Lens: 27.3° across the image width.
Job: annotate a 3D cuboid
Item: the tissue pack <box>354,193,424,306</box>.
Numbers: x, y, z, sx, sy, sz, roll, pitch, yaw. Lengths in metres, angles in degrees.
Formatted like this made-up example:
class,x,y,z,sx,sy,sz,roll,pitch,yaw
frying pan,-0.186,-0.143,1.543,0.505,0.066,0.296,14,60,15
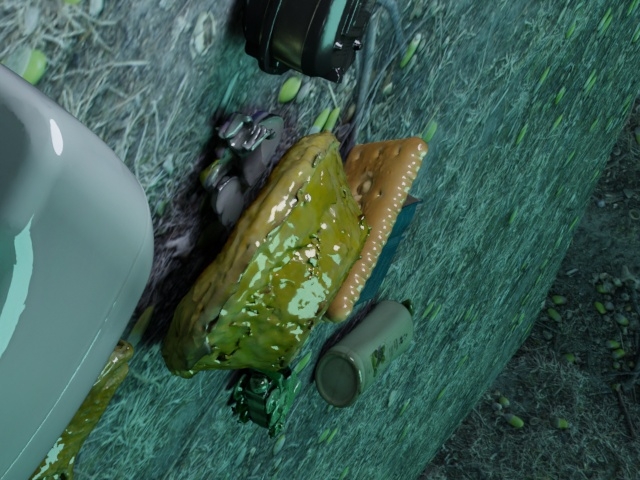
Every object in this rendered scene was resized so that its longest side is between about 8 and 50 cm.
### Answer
class,x,y,z,sx,sy,sz,roll,pitch,yaw
tissue pack,0.056,0.003,1.797,0.120,0.082,0.169,-20,139,-63

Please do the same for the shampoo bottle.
class,x,y,z,sx,sy,sz,roll,pitch,yaw
shampoo bottle,0.088,0.173,2.186,0.234,0.087,0.118,-39,152,-47

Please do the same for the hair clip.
class,x,y,z,sx,sy,sz,roll,pitch,yaw
hair clip,-0.074,-0.082,1.343,0.116,0.049,0.172,-48,169,-12

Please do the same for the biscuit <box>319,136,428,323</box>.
class,x,y,z,sx,sy,sz,roll,pitch,yaw
biscuit,0.034,-0.015,1.590,0.160,0.030,0.250,0,-120,59

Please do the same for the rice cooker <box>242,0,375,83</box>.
class,x,y,z,sx,sy,sz,roll,pitch,yaw
rice cooker,-0.004,-0.224,1.192,0.112,0.106,0.165,-26,135,-67

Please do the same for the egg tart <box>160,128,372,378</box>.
class,x,y,z,sx,sy,sz,roll,pitch,yaw
egg tart,-0.044,0.034,1.418,0.341,0.132,0.341,-56,178,-3

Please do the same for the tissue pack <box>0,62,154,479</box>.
class,x,y,z,sx,sy,sz,roll,pitch,yaw
tissue pack,-0.255,0.056,0.758,0.333,0.229,0.236,-55,161,-11

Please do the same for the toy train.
class,x,y,z,sx,sy,sz,roll,pitch,yaw
toy train,-0.070,0.206,1.833,0.105,0.071,0.178,-59,166,-22

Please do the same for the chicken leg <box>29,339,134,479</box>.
class,x,y,z,sx,sy,sz,roll,pitch,yaw
chicken leg,-0.284,0.242,1.171,0.429,0.152,0.201,-64,157,0
